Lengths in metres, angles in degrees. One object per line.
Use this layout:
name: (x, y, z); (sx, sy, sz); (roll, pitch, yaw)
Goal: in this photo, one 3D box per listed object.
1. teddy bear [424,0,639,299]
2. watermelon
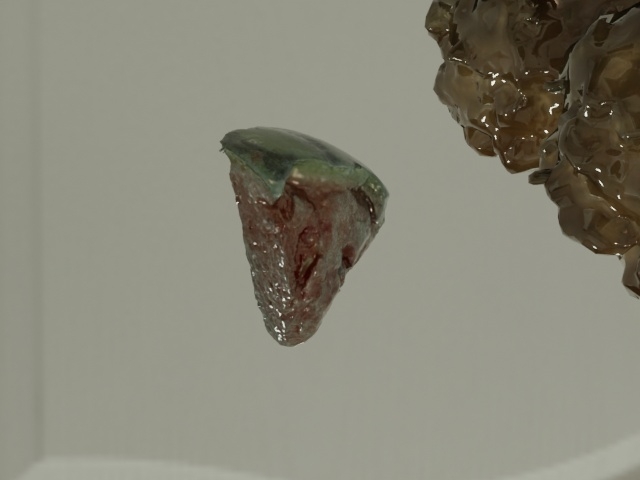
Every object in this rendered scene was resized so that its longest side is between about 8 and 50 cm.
teddy bear: (0.084, -0.160, 0.383); (0.222, 0.296, 0.246); (33, -172, -23)
watermelon: (0.000, 0.000, 1.136); (0.071, 0.139, 0.187); (2, 171, 24)
